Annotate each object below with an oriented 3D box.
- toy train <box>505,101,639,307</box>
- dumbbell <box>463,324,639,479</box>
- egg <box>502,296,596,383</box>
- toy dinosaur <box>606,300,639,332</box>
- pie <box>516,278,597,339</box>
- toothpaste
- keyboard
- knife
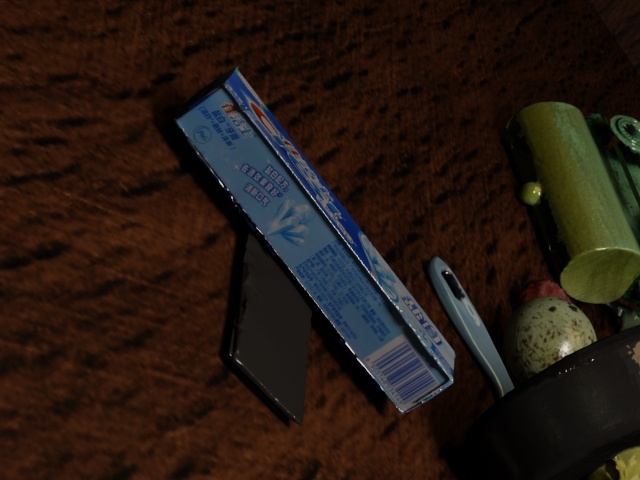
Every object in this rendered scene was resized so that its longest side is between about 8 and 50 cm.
[{"bbox_3d":[0.320,-0.052,1.966,0.189,0.126,0.307,21,37,-29],"label":"toy train"},{"bbox_3d":[0.262,0.243,1.290,0.204,0.203,0.322,13,47,-62],"label":"dumbbell"},{"bbox_3d":[0.206,0.093,1.568,0.085,0.085,0.110,48,6,-21],"label":"egg"},{"bbox_3d":[0.370,0.099,2.001,0.187,0.044,0.106,12,30,-49],"label":"toy dinosaur"},{"bbox_3d":[0.243,0.105,1.703,0.154,0.036,0.154,46,22,-25],"label":"pie"},{"bbox_3d":[0.000,0.000,1.245,0.272,0.053,0.066,52,17,-10],"label":"toothpaste"},{"bbox_3d":[-0.033,0.049,1.189,0.074,0.015,0.196,51,20,-23],"label":"keyboard"},{"bbox_3d":[0.168,0.149,1.494,0.044,0.019,0.313,-6,64,-59],"label":"knife"}]
